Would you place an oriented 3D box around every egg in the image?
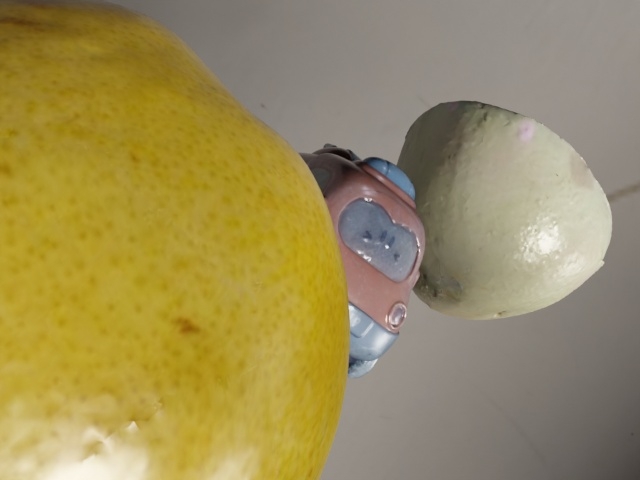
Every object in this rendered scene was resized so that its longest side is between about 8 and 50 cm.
[{"bbox_3d":[0.219,-0.005,1.744,0.337,0.337,0.201,22,55,16],"label":"egg"}]

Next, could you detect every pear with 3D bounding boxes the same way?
[{"bbox_3d":[-0.145,0.048,0.531,0.314,0.314,0.314,-2,81,13],"label":"pear"}]

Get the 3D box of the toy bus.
[{"bbox_3d":[0.000,0.000,1.493,0.197,0.294,0.231,37,84,-28],"label":"toy bus"}]
